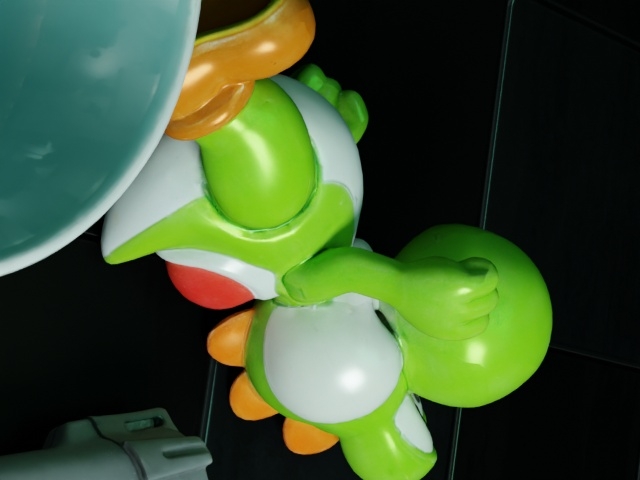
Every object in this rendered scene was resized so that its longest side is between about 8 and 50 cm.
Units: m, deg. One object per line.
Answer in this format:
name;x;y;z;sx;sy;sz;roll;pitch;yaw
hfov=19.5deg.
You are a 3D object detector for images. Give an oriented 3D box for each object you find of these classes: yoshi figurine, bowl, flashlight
yoshi figurine;0.021;-0.017;1.082;0.203;0.203;0.362;-58;134;-38
bowl;-0.217;-0.137;0.824;0.311;0.163;0.311;-3;94;-49
flashlight;-0.175;0.159;0.932;0.304;0.103;0.103;-2;119;-49
